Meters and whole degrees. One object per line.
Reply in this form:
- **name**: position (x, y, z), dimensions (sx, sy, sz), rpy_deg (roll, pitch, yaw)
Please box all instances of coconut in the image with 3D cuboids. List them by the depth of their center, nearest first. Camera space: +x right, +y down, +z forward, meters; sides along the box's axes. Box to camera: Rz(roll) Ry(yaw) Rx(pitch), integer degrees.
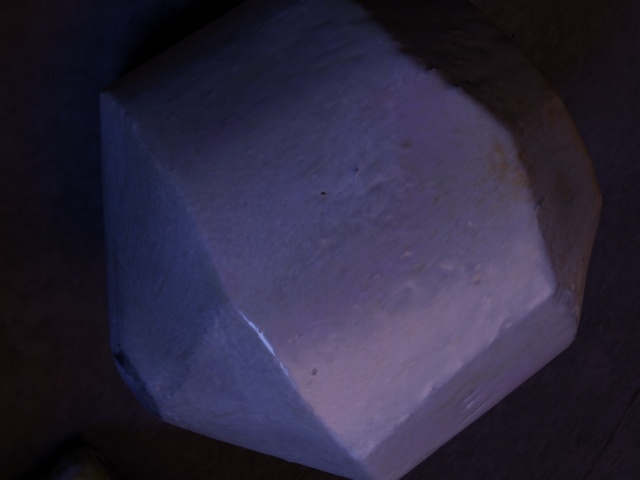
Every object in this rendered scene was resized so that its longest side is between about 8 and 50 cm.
- **coconut**: position (-0.002, -0.003, 0.630), dimensions (0.241, 0.241, 0.241), rpy_deg (-24, 139, -23)

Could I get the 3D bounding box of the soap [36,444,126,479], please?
- **soap**: position (-0.174, 0.330, 0.832), dimensions (0.338, 0.169, 0.304), rpy_deg (-40, 133, -4)
